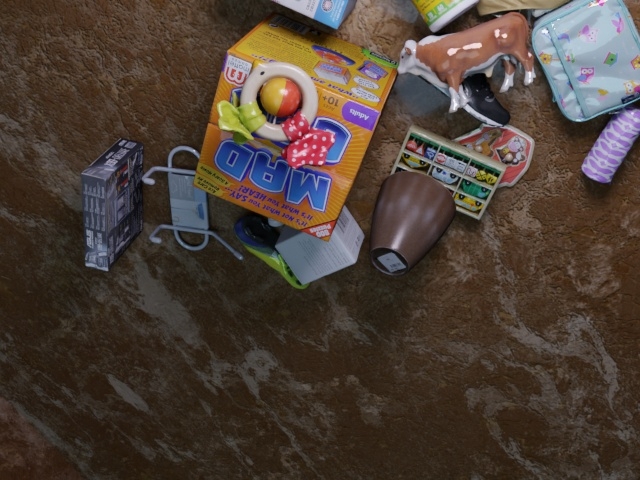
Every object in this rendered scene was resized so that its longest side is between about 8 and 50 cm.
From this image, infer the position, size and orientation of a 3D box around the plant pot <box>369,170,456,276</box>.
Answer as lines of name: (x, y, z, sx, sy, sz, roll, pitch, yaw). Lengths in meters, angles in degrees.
plant pot: (0.218, -0.025, 1.911, 0.215, 0.230, 0.215, 17, 142, 14)

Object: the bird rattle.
bird rattle: (-0.085, -0.264, 1.528, 0.253, 0.143, 0.207, 17, 105, 1)

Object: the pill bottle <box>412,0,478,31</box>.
pill bottle: (0.241, -0.605, 1.636, 0.136, 0.136, 0.246, -32, 96, 29)

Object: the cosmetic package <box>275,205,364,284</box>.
cosmetic package: (0.000, 0.000, 2.068, 0.183, 0.151, 0.151, -25, 112, 27)

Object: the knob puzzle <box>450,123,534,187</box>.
knob puzzle: (0.455, -0.217, 1.886, 0.213, 0.030, 0.213, 7, 121, 11)

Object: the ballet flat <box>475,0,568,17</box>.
ballet flat: (0.467, -0.543, 1.667, 0.232, 0.080, 0.073, 7, 132, 21)

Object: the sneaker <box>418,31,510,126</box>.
sneaker: (0.361, -0.389, 1.768, 0.283, 0.107, 0.124, 34, 117, -7)

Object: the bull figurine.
bull figurine: (0.334, -0.406, 1.678, 0.310, 0.101, 0.189, -19, 98, 11)

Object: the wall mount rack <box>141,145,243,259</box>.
wall mount rack: (-0.353, -0.086, 2.124, 0.303, 0.130, 0.350, 8, 123, 10)

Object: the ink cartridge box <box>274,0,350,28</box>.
ink cartridge box: (-0.031, -0.642, 1.660, 0.270, 0.197, 0.198, 24, 123, 1)

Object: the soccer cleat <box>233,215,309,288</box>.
soccer cleat: (-0.141, 0.035, 2.182, 0.289, 0.093, 0.121, 45, 151, -18)

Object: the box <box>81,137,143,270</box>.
box: (-0.592, -0.104, 2.111, 0.076, 0.242, 0.308, 14, 124, 7)

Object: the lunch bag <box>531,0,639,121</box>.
lunch bag: (0.616, -0.414, 1.677, 0.224, 0.108, 0.279, -22, 112, 25)

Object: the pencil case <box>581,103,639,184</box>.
pencil case: (0.717, -0.236, 1.776, 0.088, 0.086, 0.206, 11, 127, -20)

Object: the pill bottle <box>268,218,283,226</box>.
pill bottle: (-0.130, -0.104, 2.090, 0.067, 0.067, 0.120, 3, 121, 13)

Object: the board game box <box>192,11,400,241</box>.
board game box: (-0.051, -0.285, 1.785, 0.356, 0.356, 0.357, 23, 122, 1)

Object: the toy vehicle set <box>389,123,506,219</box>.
toy vehicle set: (0.328, -0.178, 1.918, 0.266, 0.035, 0.166, 24, 128, 7)
